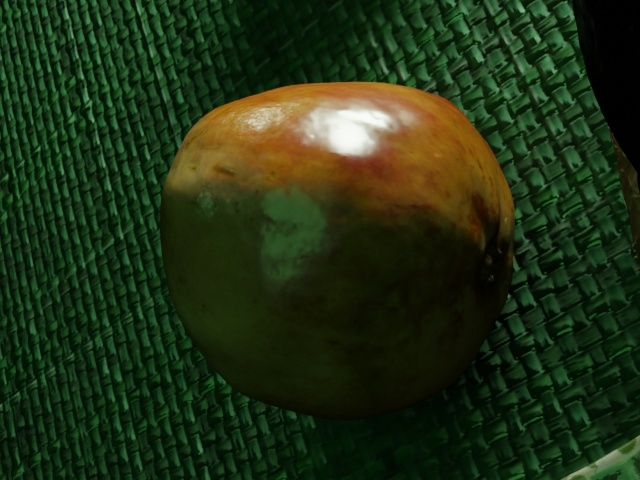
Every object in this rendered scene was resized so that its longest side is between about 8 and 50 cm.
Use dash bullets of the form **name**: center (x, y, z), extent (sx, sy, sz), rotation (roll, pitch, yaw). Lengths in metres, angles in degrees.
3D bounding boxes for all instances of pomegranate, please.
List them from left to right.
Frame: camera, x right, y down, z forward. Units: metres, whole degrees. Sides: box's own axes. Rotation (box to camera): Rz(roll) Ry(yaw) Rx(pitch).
- **pomegranate**: center (0.000, 0.000, 0.672), extent (0.270, 0.252, 0.229), rotation (12, 106, 36)

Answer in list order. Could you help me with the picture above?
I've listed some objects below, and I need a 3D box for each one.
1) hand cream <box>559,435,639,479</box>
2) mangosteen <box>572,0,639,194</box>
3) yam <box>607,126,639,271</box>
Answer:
- **hand cream**: center (0.180, 0.181, 0.629), extent (0.165, 0.037, 0.057), rotation (-34, 60, 19)
- **mangosteen**: center (0.306, -0.073, 0.393), extent (0.382, 0.382, 0.436), rotation (-5, 90, 36)
- **yam**: center (0.240, 0.054, 0.592), extent (0.066, 0.066, 0.300), rotation (-21, 67, 31)
